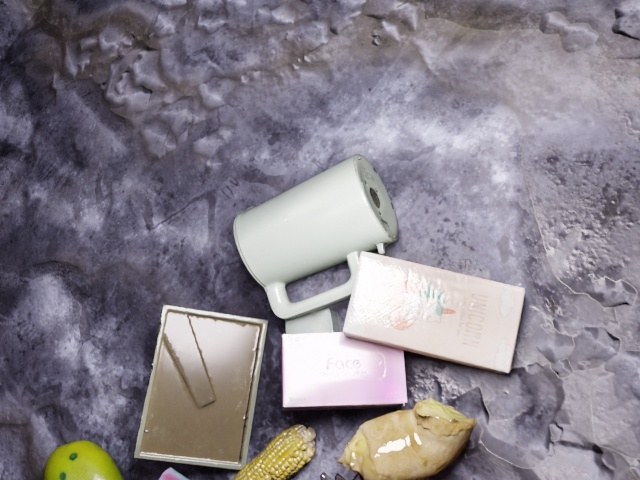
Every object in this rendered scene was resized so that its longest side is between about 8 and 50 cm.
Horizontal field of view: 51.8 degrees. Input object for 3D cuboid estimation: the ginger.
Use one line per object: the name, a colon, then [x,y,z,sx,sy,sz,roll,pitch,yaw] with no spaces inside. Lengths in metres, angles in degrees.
ginger: [0.167,0.382,1.244,0.267,0.152,0.138,-29,25,7]

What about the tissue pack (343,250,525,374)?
tissue pack: [0.218,0.139,1.277,0.325,0.071,0.170,13,80,5]

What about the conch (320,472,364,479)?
conch: [0.077,0.584,1.232,0.240,0.186,0.313,-40,64,24]

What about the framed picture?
framed picture: [-0.262,0.326,1.473,0.247,0.022,0.335,10,76,-12]

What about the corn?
corn: [-0.119,0.498,1.398,0.288,0.086,0.086,-44,60,11]

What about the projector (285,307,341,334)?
projector: [-0.010,0.233,1.439,0.115,0.061,0.147,-16,67,23]

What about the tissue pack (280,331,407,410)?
tissue pack: [0.044,0.266,1.323,0.246,0.092,0.149,-1,72,-5]

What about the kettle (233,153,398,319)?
kettle: [0.002,-0.007,1.447,0.317,0.205,0.265,-23,101,18]

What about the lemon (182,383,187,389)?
lemon: [-0.328,0.336,1.538,0.155,0.114,0.114,7,77,33]

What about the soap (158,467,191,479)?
soap: [-0.226,0.631,1.350,0.323,0.109,0.193,18,119,29]

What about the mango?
mango: [-0.539,0.604,1.548,0.175,0.143,0.293,-42,70,11]
